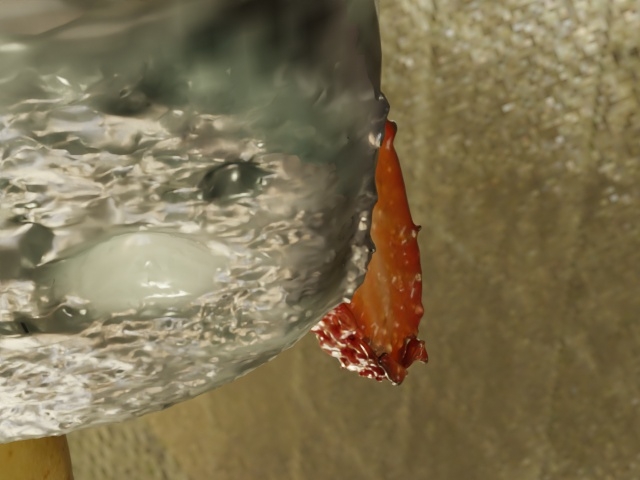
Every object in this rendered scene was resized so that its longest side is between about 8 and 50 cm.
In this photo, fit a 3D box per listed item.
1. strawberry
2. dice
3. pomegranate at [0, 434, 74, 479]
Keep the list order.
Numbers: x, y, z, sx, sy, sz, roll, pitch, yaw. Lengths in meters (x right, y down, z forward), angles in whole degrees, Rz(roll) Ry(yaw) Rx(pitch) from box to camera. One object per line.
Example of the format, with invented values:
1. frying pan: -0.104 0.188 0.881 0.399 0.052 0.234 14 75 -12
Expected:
1. strawberry: 0.000 0.000 1.004 0.082 0.121 0.188 -1 117 34
2. dice: -0.090 -0.062 0.425 0.181 0.183 0.182 97 163 -58
3. pomegranate: -0.265 0.114 0.935 0.342 0.343 0.342 43 145 41
